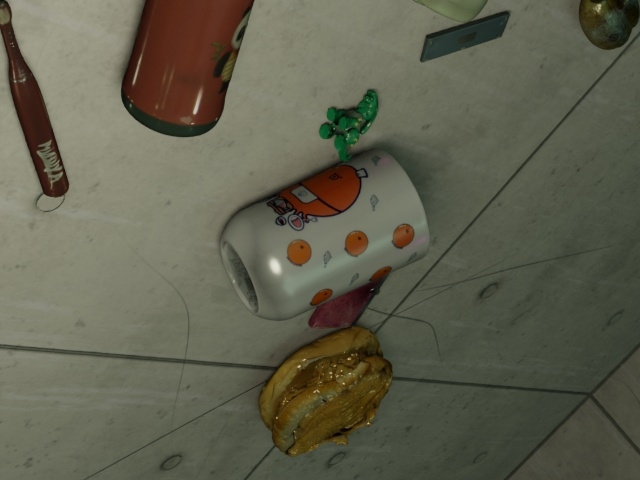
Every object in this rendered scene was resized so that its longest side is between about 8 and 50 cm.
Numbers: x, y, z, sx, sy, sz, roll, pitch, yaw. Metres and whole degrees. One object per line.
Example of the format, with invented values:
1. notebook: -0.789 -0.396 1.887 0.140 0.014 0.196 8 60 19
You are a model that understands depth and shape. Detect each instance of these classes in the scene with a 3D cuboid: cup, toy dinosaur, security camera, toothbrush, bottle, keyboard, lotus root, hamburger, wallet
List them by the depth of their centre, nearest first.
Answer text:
1. bottle: -0.162 -0.304 1.579 0.144 0.144 0.336 -13 140 -35
2. toothbrush: -0.387 -0.180 1.609 0.041 0.041 0.364 -27 147 -17
3. security camera: 0.126 -0.397 1.740 0.080 0.157 0.301 -49 149 21
4. toy dinosaur: 0.054 -0.189 2.038 0.096 0.059 0.132 -17 136 -40
5. keyboard: 0.246 -0.347 2.061 0.176 0.014 0.055 -21 146 -26
6. cup: 0.000 0.000 2.076 0.317 0.212 0.212 -26 147 -18
7. lotus root: 0.515 -0.416 2.179 0.113 0.088 0.192 -56 147 -1
8. wallet: 0.069 0.093 2.430 0.119 0.025 0.232 1 135 -35
9. hamburger: 0.008 0.325 2.561 0.318 0.158 0.319 -27 148 -19

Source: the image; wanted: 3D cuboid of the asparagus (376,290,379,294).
1. asparagus: 0.105 0.076 2.471 0.015 0.018 0.127 -10 146 7
